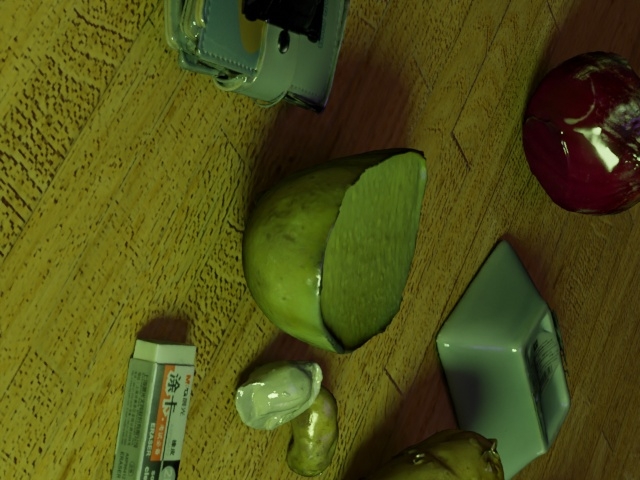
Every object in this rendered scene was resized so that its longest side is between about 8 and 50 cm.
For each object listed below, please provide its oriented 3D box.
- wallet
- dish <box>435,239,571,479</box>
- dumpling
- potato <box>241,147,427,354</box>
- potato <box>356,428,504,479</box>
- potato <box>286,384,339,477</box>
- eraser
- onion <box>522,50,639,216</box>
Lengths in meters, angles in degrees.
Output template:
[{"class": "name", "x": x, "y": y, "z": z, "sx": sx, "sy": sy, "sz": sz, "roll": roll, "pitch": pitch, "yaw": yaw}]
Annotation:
[{"class": "wallet", "x": -0.041, "y": -0.194, "z": 1.172, "sx": 0.231, "sy": 0.069, "sz": 0.170, "roll": 16, "pitch": 78, "yaw": -59}, {"class": "dish", "x": 0.220, "y": 0.146, "z": 1.639, "sx": 0.182, "sy": 0.080, "sz": 0.243, "roll": -52, "pitch": 136, "yaw": -39}, {"class": "dumpling", "x": -0.034, "y": 0.133, "z": 1.257, "sx": 0.076, "sy": 0.052, "sz": 0.057, "roll": -36, "pitch": 115, "yaw": -62}, {"class": "potato", "x": 0.000, "y": 0.000, "z": 1.233, "sx": 0.272, "sy": 0.111, "sz": 0.160, "roll": -32, "pitch": 131, "yaw": -67}, {"class": "potato", "x": 0.075, "y": 0.299, "z": 1.383, "sx": 0.300, "sy": 0.140, "sz": 0.173, "roll": -57, "pitch": 147, "yaw": -26}, {"class": "potato", "x": -0.006, "y": 0.168, "z": 1.316, "sx": 0.046, "sy": 0.045, "sz": 0.092, "roll": -20, "pitch": 115, "yaw": -53}, {"class": "eraser", "x": -0.127, "y": 0.138, "z": 1.135, "sx": 0.052, "sy": 0.029, "sz": 0.122, "roll": 11, "pitch": 86, "yaw": -58}, {"class": "onion", "x": 0.324, "y": -0.098, "z": 1.632, "sx": 0.140, "sy": 0.218, "sz": 0.195, "roll": -30, "pitch": 132, "yaw": -20}]
